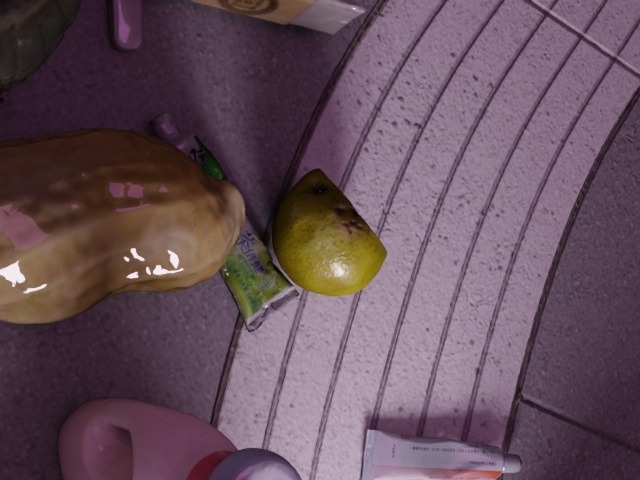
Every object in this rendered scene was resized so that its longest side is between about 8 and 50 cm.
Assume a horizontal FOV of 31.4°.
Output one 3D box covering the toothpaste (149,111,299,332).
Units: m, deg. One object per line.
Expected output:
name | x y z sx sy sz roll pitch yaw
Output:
toothpaste | -0.108 -0.024 1.204 0.078 0.047 0.248 -37 106 -29

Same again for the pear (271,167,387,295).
pear | 0.000 0.000 1.227 0.104 0.141 0.141 -35 105 -4

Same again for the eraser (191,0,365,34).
eraser | -0.112 -0.325 1.205 0.343 0.078 0.144 9 69 -32

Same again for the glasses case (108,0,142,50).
glasses case | -0.202 -0.238 1.180 0.032 0.021 0.083 -3 85 -31

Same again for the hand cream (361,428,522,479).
hand cream | 0.144 0.260 1.340 0.216 0.038 0.052 9 55 -26

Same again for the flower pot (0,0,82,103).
flower pot | -0.355 -0.233 0.969 0.301 0.213 0.302 5 81 -32

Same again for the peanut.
peanut | -0.222 -0.017 1.056 0.339 0.158 0.174 -16 89 -27

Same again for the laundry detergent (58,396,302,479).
laundry detergent | -0.128 0.210 0.989 0.087 0.335 0.159 -29 100 -31
